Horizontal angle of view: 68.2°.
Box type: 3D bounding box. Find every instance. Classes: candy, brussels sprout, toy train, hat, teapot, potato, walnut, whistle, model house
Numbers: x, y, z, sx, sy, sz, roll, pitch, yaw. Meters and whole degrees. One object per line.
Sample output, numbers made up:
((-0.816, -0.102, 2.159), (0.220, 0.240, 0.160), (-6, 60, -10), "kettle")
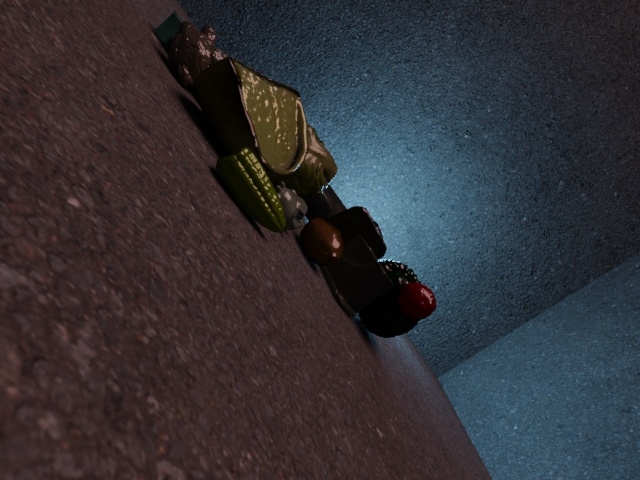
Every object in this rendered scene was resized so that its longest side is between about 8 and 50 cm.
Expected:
((-0.143, -0.105, 1.044), (0.209, 0.097, 0.096), (57, 5, -16), "candy")
((-0.101, -0.285, 1.644), (0.328, 0.247, 0.328), (37, 2, -2), "brussels sprout")
((-0.435, -0.631, 1.533), (0.163, 0.112, 0.203), (51, 4, 10), "toy train")
((0.258, 0.208, 1.600), (0.332, 0.242, 0.274), (-179, -111, -74), "hat")
((0.000, -0.163, 2.059), (0.337, 0.200, 0.270), (57, -5, 34), "teapot")
((-0.196, -0.290, 1.295), (0.330, 0.213, 0.279), (-2, 82, -59), "potato")
((0.003, 0.001, 1.511), (0.137, 0.137, 0.245), (53, 6, -32), "walnut")
((-0.094, -0.087, 1.312), (0.105, 0.102, 0.253), (55, 7, 21), "whistle")
((0.137, -0.040, 1.812), (0.218, 0.205, 0.278), (62, 18, -11), "model house")

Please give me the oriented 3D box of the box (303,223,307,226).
((0.000, 0.000, 1.790), (0.152, 0.048, 0.100), (31, 30, -58), "box")

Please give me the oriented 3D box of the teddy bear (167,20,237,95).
((-0.342, -0.520, 1.405), (0.267, 0.151, 0.235), (54, 34, -81), "teddy bear")

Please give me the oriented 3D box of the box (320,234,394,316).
((0.113, 0.106, 1.582), (0.138, 0.178, 0.274), (52, 7, -38), "box")
